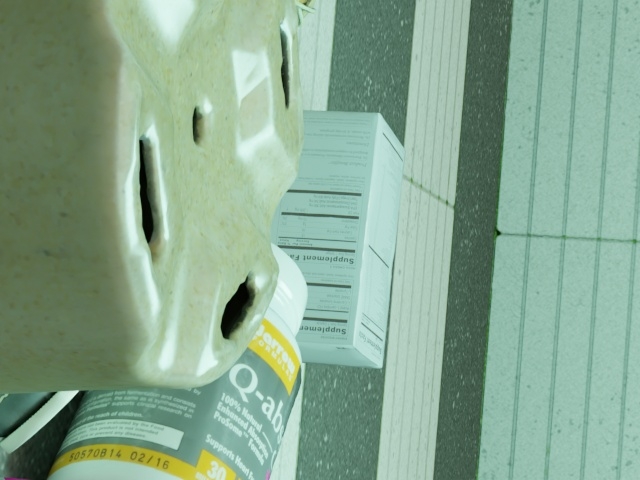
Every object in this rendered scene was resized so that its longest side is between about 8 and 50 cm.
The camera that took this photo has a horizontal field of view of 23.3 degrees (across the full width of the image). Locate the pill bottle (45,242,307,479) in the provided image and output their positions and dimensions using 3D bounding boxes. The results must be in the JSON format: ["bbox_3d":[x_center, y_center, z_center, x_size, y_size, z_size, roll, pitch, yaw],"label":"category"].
[{"bbox_3d":[-0.106,0.131,1.242,0.162,0.162,0.278,77,23,-44],"label":"pill bottle"}]

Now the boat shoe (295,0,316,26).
[{"bbox_3d":[-0.056,-0.240,1.432,0.113,0.103,0.302,46,49,-68],"label":"boat shoe"}]

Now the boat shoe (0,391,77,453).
[{"bbox_3d":[-0.178,0.013,1.144,0.099,0.116,0.319,39,50,-15],"label":"boat shoe"}]

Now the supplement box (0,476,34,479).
[{"bbox_3d":[-0.203,0.268,1.026,0.220,0.111,0.114,-60,149,-58],"label":"supplement box"}]

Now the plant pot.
[{"bbox_3d":[-0.181,-0.056,0.691,0.334,0.305,0.334,4,90,-74],"label":"plant pot"}]

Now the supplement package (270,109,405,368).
[{"bbox_3d":[0.000,0.000,1.620,0.139,0.133,0.244,45,50,-69],"label":"supplement package"}]
